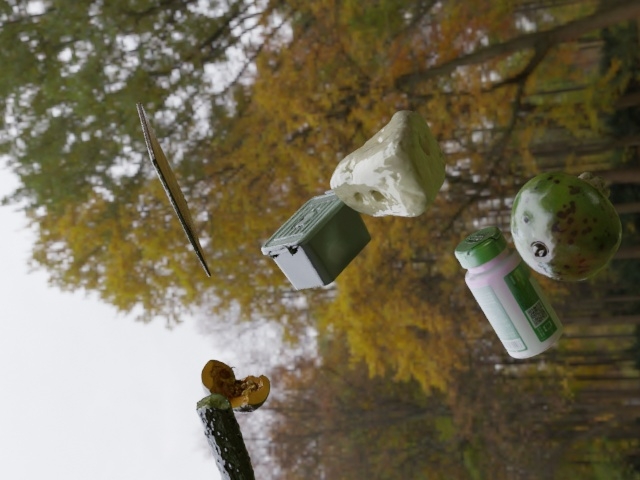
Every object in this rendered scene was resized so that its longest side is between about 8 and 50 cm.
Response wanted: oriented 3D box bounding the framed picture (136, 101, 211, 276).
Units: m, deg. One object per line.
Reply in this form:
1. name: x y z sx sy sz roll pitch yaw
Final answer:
1. framed picture: -0.275 -0.102 1.729 0.324 0.013 0.244 -120 7 -60

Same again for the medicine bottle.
1. medicine bottle: 0.397 0.108 1.995 0.274 0.133 0.133 57 -153 -13

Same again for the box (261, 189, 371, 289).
1. box: 0.000 0.000 2.148 0.243 0.163 0.135 -47 -67 -39

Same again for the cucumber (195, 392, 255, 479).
1. cucumber: -0.180 0.459 1.929 0.081 0.072 0.303 -102 -4 -73

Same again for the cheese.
1. cheese: 0.147 -0.133 1.983 0.173 0.251 0.248 53 -168 -20

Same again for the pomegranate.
1. pomegranate: 0.449 -0.039 1.683 0.248 0.202 0.202 -40 -52 -35

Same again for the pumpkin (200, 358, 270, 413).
1. pumpkin: -0.227 0.393 2.443 0.119 0.184 0.107 -62 -8 -46
